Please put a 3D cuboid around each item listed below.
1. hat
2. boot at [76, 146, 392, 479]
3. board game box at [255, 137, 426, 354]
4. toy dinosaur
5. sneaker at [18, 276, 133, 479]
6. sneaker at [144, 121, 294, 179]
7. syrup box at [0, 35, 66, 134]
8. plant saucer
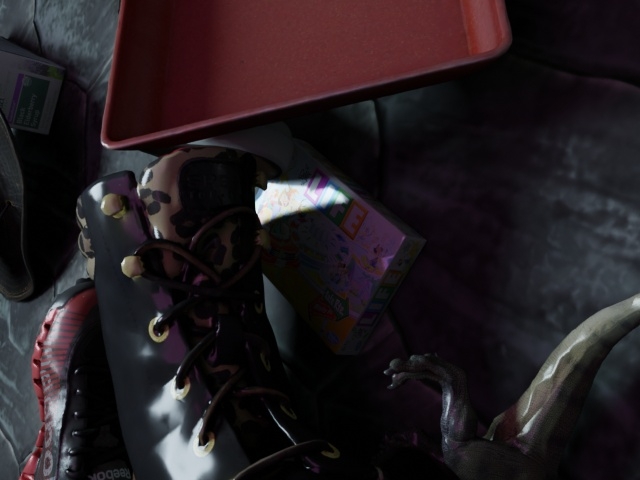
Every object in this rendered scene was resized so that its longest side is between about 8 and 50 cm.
[{"bbox_3d":[-0.481,-0.060,0.879,0.331,0.134,0.331,25,126,41],"label":"hat"},{"bbox_3d":[-0.054,0.083,0.430,0.377,0.138,0.284,153,105,-66],"label":"boot"},{"bbox_3d":[0.000,0.000,0.552,0.154,0.026,0.103,43,113,39],"label":"board game box"},{"bbox_3d":[0.089,0.125,0.410,0.118,0.064,0.268,26,111,27],"label":"toy dinosaur"},{"bbox_3d":[-0.222,0.179,0.691,0.135,0.097,0.276,11,94,45],"label":"sneaker"},{"bbox_3d":[-0.109,-0.126,0.607,0.290,0.106,0.123,20,91,53],"label":"sneaker"},{"bbox_3d":[-0.449,-0.226,0.973,0.237,0.096,0.093,29,105,40],"label":"syrup box"},{"bbox_3d":[-0.015,-0.181,0.494,0.259,0.048,0.258,-11,60,16],"label":"plant saucer"}]
